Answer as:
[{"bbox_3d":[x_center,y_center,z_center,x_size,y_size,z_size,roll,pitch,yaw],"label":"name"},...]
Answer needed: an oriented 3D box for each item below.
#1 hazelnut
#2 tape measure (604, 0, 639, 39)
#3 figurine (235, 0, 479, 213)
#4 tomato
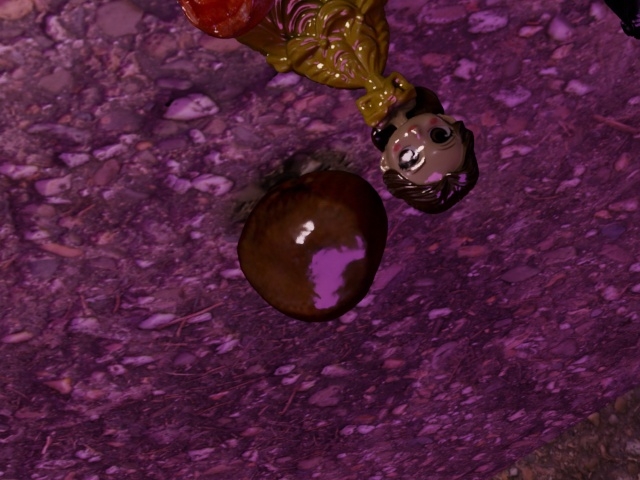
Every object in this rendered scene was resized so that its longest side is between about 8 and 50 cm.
[{"bbox_3d":[0.000,0.000,1.609,0.229,0.229,0.229,-16,146,-11],"label":"hazelnut"},{"bbox_3d":[0.461,-0.364,1.444,0.186,0.112,0.199,-29,142,-4],"label":"tape measure"},{"bbox_3d":[0.067,-0.171,1.251,0.187,0.315,0.168,-32,171,-30],"label":"figurine"},{"bbox_3d":[-0.098,-0.302,1.172,0.091,0.139,0.159,-31,115,-42],"label":"tomato"}]
